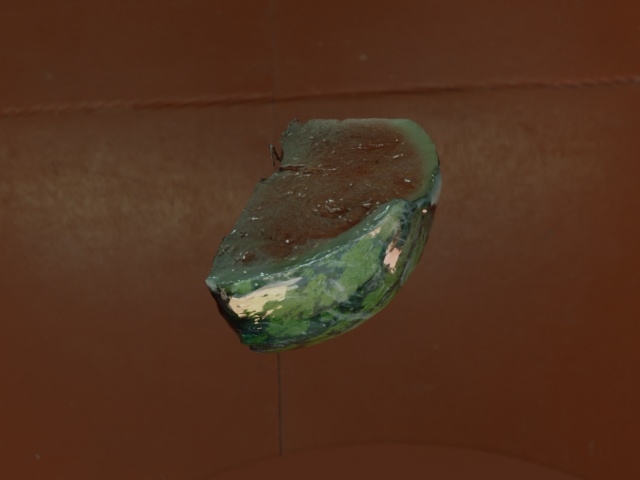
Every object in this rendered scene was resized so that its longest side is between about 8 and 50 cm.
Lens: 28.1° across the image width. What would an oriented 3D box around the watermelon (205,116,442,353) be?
[{"bbox_3d":[0.000,0.000,1.210,0.180,0.224,0.305,34,34,-5],"label":"watermelon"}]
